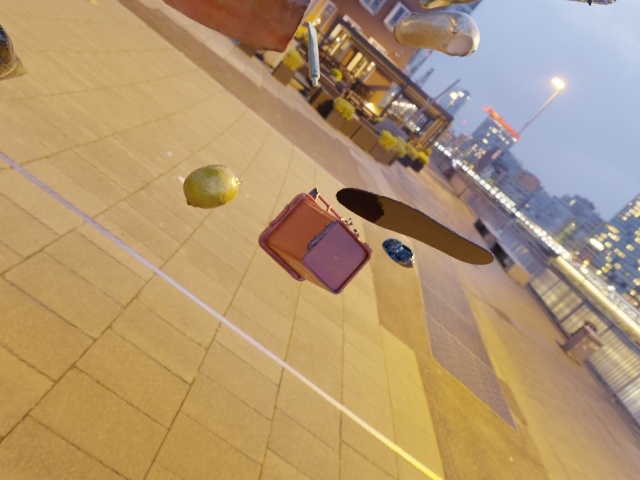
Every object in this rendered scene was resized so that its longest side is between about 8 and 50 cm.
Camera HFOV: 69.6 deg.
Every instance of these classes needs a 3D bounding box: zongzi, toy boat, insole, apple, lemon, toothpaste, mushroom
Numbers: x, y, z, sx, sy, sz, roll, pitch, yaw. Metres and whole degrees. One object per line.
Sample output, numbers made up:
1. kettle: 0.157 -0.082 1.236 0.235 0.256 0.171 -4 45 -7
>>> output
1. zongzi: -0.641 -0.307 0.833 0.084 0.187 0.184 60 -20 -7
2. toy boat: 0.217 0.030 1.279 0.061 0.060 0.137 61 -5 -36
3. insole: 0.177 -0.023 0.841 0.327 0.007 0.111 24 -22 -12
4. apple: -0.147 -0.475 0.721 0.309 0.314 0.252 22 0 -20
5. lemon: -0.198 -0.100 0.850 0.110 0.082 0.082 -20 51 -17
6. toothpaste: -0.021 -0.539 1.336 0.048 0.029 0.197 21 64 -64
7. mushroom: 0.289 -0.511 1.142 0.351 0.122 0.095 -117 -173 -59

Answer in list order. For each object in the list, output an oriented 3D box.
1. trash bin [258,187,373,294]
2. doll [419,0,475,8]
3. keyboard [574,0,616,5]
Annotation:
1. trash bin: 0.000 0.000 0.965 0.161 0.184 0.238 46 -9 -25
2. doll: 0.265 -0.452 0.741 0.316 0.145 0.103 -51 128 -42
3. keyboard: 0.206 -0.281 0.439 0.309 0.101 0.018 -15 14 -32
